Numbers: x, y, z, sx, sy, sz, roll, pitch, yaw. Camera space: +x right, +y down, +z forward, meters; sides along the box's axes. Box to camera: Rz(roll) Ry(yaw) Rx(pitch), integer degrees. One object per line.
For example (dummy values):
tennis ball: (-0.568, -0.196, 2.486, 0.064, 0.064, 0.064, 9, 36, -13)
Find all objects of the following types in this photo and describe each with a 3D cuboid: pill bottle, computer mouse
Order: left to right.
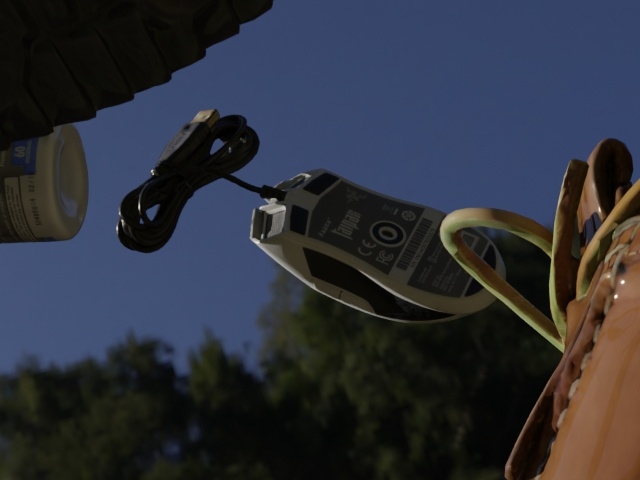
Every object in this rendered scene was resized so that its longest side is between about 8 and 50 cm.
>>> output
pill bottle: (-0.220, -0.036, 1.204, 0.137, 0.078, 0.078, -3, -38, 11)
computer mouse: (0.000, 0.000, 0.997, 0.193, 0.106, 0.042, 24, -47, 10)

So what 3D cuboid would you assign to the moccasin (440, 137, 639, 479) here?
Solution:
moccasin: (0.127, 0.013, 0.571, 0.139, 0.147, 0.380, 19, -83, -33)

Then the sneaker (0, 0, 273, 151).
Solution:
sneaker: (-0.048, -0.124, 0.494, 0.319, 0.131, 0.112, -33, -51, -24)
